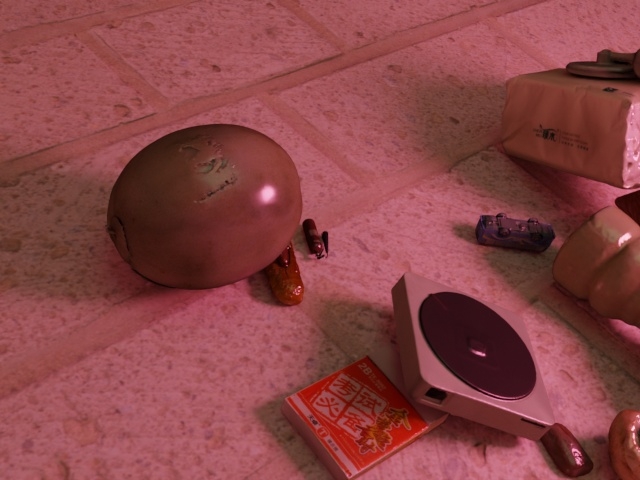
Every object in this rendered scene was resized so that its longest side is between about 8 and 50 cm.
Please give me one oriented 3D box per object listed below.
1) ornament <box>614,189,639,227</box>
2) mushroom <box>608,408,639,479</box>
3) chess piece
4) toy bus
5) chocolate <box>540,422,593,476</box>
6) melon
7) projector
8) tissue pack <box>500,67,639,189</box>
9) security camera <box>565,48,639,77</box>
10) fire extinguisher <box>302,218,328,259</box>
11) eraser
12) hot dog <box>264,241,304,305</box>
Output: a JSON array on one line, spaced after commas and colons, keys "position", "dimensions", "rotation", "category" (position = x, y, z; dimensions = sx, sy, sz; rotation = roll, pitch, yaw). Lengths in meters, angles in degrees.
[{"position": [0.731, -0.012, 1.775], "dimensions": [0.235, 0.221, 0.217], "rotation": [-12, 82, -3], "category": "ornament"}, {"position": [0.533, 0.337, 1.453], "dimensions": [0.148, 0.112, 0.148], "rotation": [5, 48, -5], "category": "mushroom"}, {"position": [0.641, 0.131, 1.626], "dimensions": [0.234, 0.234, 0.442], "rotation": [-20, 52, -36], "category": "chess piece"}, {"position": [0.387, -0.015, 1.791], "dimensions": [0.153, 0.061, 0.051], "rotation": [9, 46, -11], "category": "toy bus"}, {"position": [0.402, 0.334, 1.464], "dimensions": [0.065, 0.031, 0.100], "rotation": [-3, 46, -30], "category": "chocolate"}, {"position": [-0.190, -0.055, 1.457], "dimensions": [0.330, 0.268, 0.268], "rotation": [-16, 54, -24], "category": "melon"}, {"position": [0.244, 0.192, 1.490], "dimensions": [0.257, 0.079, 0.259], "rotation": [22, 36, -19], "category": "projector"}, {"position": [0.612, -0.248, 1.913], "dimensions": [0.297, 0.207, 0.380], "rotation": [-10, 21, -29], "category": "tissue pack"}, {"position": [0.647, -0.364, 1.822], "dimensions": [0.302, 0.080, 0.157], "rotation": [14, 22, 40], "category": "security camera"}, {"position": [-0.003, 0.004, 1.649], "dimensions": [0.046, 0.032, 0.100], "rotation": [32, 29, -42], "category": "fire extinguisher"}, {"position": [0.074, 0.266, 1.400], "dimensions": [0.230, 0.038, 0.157], "rotation": [-22, 57, -36], "category": "eraser"}, {"position": [-0.074, 0.023, 1.583], "dimensions": [0.066, 0.047, 0.215], "rotation": [1, 46, -17], "category": "hot dog"}]
